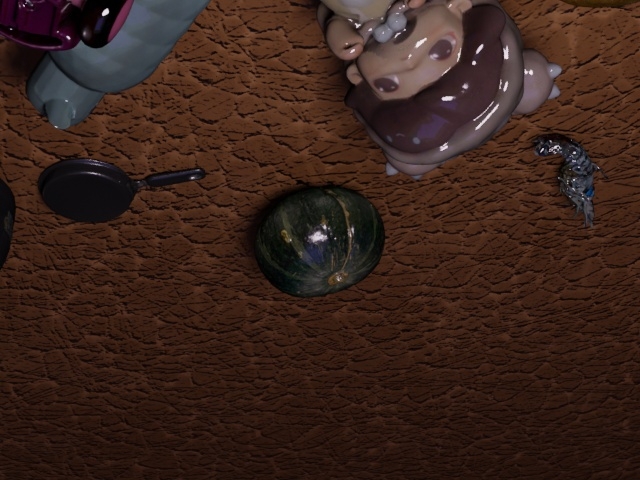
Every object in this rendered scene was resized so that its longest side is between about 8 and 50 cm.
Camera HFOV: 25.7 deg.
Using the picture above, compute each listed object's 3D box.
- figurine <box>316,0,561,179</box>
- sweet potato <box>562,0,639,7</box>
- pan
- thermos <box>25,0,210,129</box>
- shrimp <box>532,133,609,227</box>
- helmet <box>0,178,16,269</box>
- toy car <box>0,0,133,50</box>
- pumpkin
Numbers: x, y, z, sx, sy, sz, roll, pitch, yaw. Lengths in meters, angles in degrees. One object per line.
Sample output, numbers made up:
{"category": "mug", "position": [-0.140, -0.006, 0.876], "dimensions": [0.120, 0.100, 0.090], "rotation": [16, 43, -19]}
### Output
{"category": "figurine", "position": [0.094, -0.239, 1.621], "dimensions": [0.248, 0.203, 0.380], "rotation": [-34, 125, 17]}
{"category": "sweet potato", "position": [0.346, -0.327, 1.618], "dimensions": [0.346, 0.079, 0.108], "rotation": [-11, 117, 11]}
{"category": "pan", "position": [-0.276, -0.073, 1.947], "dimensions": [0.235, 0.028, 0.136], "rotation": [-7, 147, 3]}
{"category": "thermos", "position": [-0.226, -0.259, 1.553], "dimensions": [0.145, 0.182, 0.286], "rotation": [28, 123, -26]}
{"category": "shrimp", "position": [0.360, -0.087, 1.969], "dimensions": [0.076, 0.082, 0.174], "rotation": [-15, 138, 23]}
{"category": "helmet", "position": [-0.537, 0.011, 1.924], "dimensions": [0.230, 0.160, 0.279], "rotation": [0, 145, -11]}
{"category": "toy car", "position": [-0.258, -0.362, 1.324], "dimensions": [0.271, 0.240, 0.341], "rotation": [29, 145, -3]}
{"category": "pumpkin", "position": [-0.001, 0.000, 1.988], "dimensions": [0.190, 0.146, 0.190], "rotation": [-5, 145, -4]}
